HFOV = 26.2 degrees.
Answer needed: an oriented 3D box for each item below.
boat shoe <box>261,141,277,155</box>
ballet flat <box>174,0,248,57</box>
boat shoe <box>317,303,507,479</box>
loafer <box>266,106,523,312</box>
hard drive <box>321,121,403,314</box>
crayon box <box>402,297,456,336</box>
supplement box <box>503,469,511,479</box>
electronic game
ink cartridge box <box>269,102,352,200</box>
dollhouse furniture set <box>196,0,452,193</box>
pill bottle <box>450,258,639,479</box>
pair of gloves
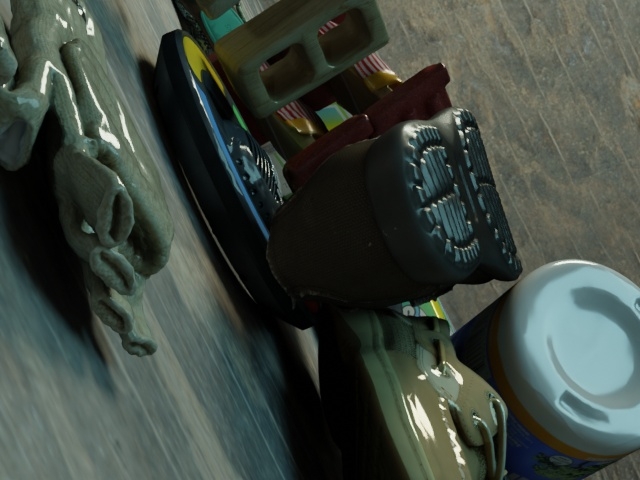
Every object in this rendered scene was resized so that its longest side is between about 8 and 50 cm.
[{"bbox_3d":[-0.062,-0.141,1.373,0.184,0.066,0.063,-83,150,-63],"label":"boat shoe"},{"bbox_3d":[-0.103,-0.206,1.289,0.070,0.070,0.188,60,9,-47],"label":"ballet flat"},{"bbox_3d":[0.070,0.120,0.888,0.341,0.110,0.121,-107,-160,-68],"label":"boat shoe"},{"bbox_3d":[0.050,-0.019,0.959,0.366,0.130,0.134,6,67,-73],"label":"loafer"},{"bbox_3d":[0.039,0.036,1.283,0.172,0.054,0.254,57,23,-61],"label":"hard drive"},{"bbox_3d":[0.123,0.172,1.494,0.313,0.106,0.363,59,7,-46],"label":"crayon box"},{"bbox_3d":[0.111,0.237,1.012,0.081,0.104,0.188,-107,170,-53],"label":"supplement box"},{"bbox_3d":[-0.055,-0.043,0.967,0.229,0.048,0.229,-25,90,-86],"label":"electronic game"},{"bbox_3d":[-0.002,-0.098,1.477,0.062,0.109,0.209,55,12,-64],"label":"ink cartridge box"},{"bbox_3d":[-0.027,-0.187,1.073,0.201,0.152,0.374,51,-9,45],"label":"dollhouse furniture set"},{"bbox_3d":[0.151,0.135,1.099,0.152,0.152,0.272,66,-31,17],"label":"pill bottle"},{"bbox_3d":[-0.121,-0.086,0.489,0.204,0.042,0.240,64,1,37],"label":"pair of gloves"}]
